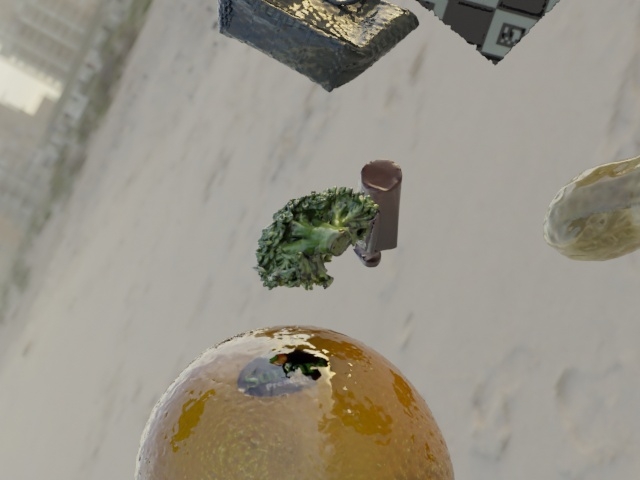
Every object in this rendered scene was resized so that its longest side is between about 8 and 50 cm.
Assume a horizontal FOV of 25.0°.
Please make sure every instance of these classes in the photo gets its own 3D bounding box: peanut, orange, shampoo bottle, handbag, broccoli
[{"bbox_3d":[0.361,-0.046,1.580,0.256,0.123,0.123,-22,25,21],"label":"peanut"},{"bbox_3d":[-0.021,0.206,1.208,0.274,0.274,0.274,-59,9,15],"label":"orange"},{"bbox_3d":[0.079,-0.032,2.127,0.236,0.067,0.068,93,155,-58],"label":"shampoo bottle"},{"bbox_3d":[-0.016,-0.310,1.931,0.175,0.270,0.089,-53,-12,-39],"label":"handbag"},{"bbox_3d":[0.000,0.000,1.167,0.092,0.097,0.095,16,94,56],"label":"broccoli"}]

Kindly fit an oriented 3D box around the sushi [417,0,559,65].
[{"bbox_3d":[0.194,-0.396,1.689,0.292,0.294,0.059,-43,20,23],"label":"sushi"}]
